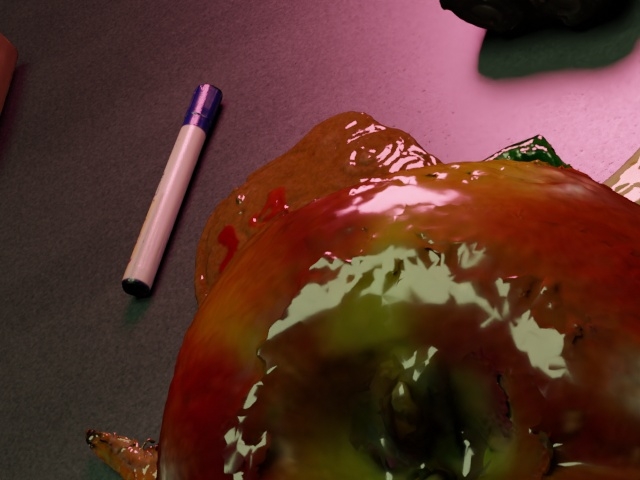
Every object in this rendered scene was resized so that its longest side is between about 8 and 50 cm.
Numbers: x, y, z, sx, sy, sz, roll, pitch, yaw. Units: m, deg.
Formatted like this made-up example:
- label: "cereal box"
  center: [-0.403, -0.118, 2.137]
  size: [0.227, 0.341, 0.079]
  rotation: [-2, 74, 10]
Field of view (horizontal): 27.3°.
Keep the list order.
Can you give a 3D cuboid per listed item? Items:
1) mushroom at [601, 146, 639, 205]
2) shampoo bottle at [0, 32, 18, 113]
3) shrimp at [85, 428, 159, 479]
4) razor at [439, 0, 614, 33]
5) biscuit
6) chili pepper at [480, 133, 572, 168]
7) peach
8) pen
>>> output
- label: "mushroom"
  center: [0.229, -0.008, 0.988]
  size: [0.312, 0.081, 0.100]
  rotation: [-41, 40, -4]
- label: "shampoo bottle"
  center: [-0.461, -0.119, 1.621]
  size: [0.125, 0.084, 0.350]
  rotation: [-21, 43, 24]
- label: "shrimp"
  center: [-0.157, 0.172, 1.156]
  size: [0.127, 0.025, 0.091]
  rotation: [10, 59, 38]
- label: "razor"
  center: [0.232, -0.347, 1.287]
  size: [0.189, 0.107, 0.327]
  rotation: [-4, 50, 34]
- label: "biscuit"
  center: [-0.001, -0.001, 1.186]
  size: [0.257, 0.049, 0.273]
  rotation: [-38, 41, 1]
- label: "chili pepper"
  center: [0.108, 0.012, 1.041]
  size: [0.253, 0.099, 0.083]
  rotation: [-34, 45, -10]
- label: "peach"
  center: [0.088, 0.123, 0.738]
  size: [0.353, 0.416, 0.339]
  rotation: [27, 88, 24]
- label: "pen"
  center: [-0.152, -0.056, 1.364]
  size: [0.033, 0.033, 0.269]
  rotation: [-9, 49, 32]
